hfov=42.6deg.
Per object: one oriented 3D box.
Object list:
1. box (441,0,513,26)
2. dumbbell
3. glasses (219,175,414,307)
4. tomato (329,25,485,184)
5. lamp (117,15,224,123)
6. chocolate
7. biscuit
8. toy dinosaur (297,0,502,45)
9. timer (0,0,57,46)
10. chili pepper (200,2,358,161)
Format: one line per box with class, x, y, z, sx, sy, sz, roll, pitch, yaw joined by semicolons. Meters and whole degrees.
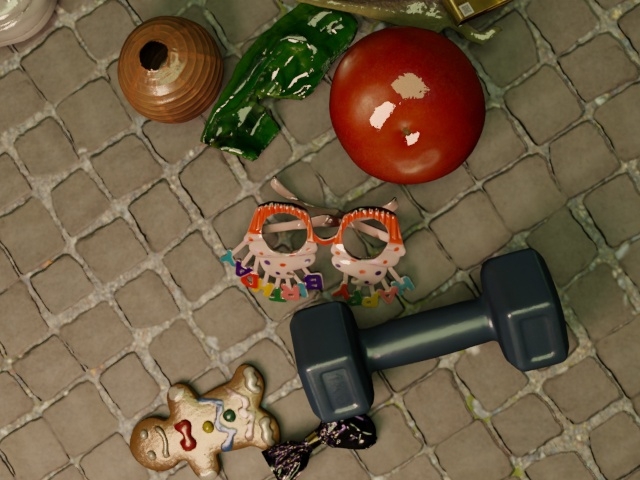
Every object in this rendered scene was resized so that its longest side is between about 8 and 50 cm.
box;0.170;-0.334;0.990;0.090;0.023;0.133;-28;85;-15
dumbbell;0.130;0.115;1.000;0.324;0.144;0.160;-17;54;6
glasses;-0.001;0.009;1.063;0.255;0.095;0.162;6;119;4
tomato;0.103;-0.157;0.987;0.195;0.136;0.195;3;125;4
lamp;-0.190;-0.216;1.040;0.136;0.136;0.136;0;91;6
chocolate;-0.002;0.262;1.068;0.147;0.070;0.072;-26;116;-15
biscuit;-0.160;0.253;1.097;0.205;0.031;0.138;-18;89;7
toy dinosaur;0.112;-0.293;1.020;0.251;0.072;0.200;-38;97;-2
timer;-0.489;-0.369;1.088;0.262;0.087;0.237;-12;89;5
chili pepper;-0.056;-0.211;1.053;0.099;0.083;0.253;39;97;-8
